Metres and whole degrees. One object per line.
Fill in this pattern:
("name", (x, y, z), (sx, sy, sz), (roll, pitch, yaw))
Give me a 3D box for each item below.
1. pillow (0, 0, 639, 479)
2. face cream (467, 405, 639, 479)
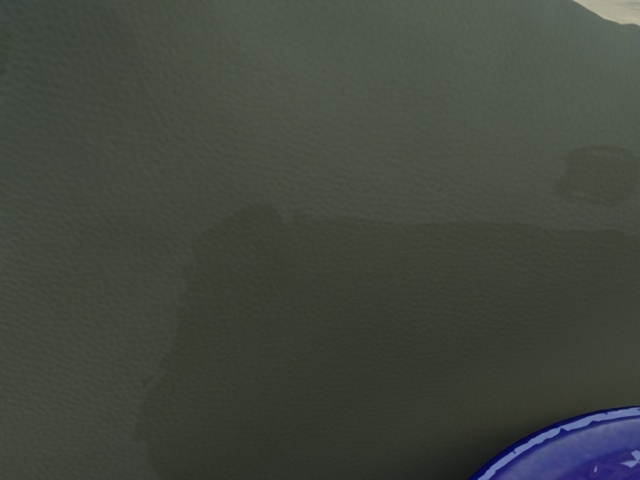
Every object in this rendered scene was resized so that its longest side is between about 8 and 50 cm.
("pillow", (0.000, 0.000, 0.466), (0.322, 0.120, 0.255), (12, -59, -33))
("face cream", (0.099, 0.147, 0.419), (0.206, 0.206, 0.111), (-3, -43, -26))
